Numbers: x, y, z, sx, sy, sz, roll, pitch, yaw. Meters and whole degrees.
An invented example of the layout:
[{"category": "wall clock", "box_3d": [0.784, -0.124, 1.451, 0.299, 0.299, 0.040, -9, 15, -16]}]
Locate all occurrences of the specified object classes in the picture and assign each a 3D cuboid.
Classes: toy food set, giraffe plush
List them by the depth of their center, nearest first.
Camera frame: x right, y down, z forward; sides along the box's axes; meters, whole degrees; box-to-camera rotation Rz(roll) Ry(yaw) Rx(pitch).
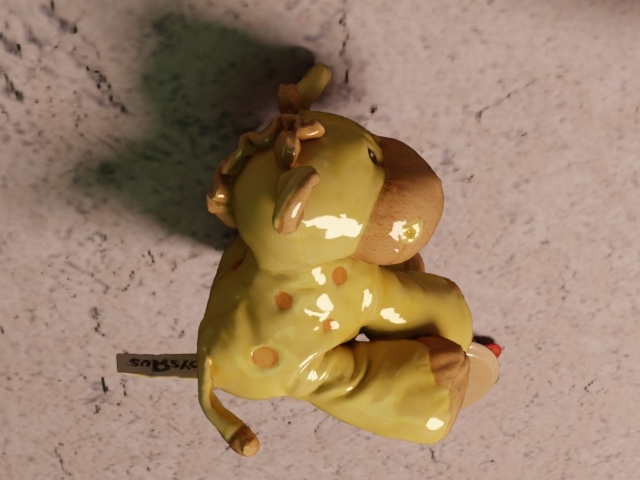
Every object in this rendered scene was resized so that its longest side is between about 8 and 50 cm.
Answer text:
[{"category": "giraffe plush", "box_3d": [0.000, 0.000, 0.757, 0.210, 0.181, 0.170, -6, 128, -28]}, {"category": "toy food set", "box_3d": [0.088, 0.094, 0.970, 0.083, 0.020, 0.082, 27, 126, -32]}]
